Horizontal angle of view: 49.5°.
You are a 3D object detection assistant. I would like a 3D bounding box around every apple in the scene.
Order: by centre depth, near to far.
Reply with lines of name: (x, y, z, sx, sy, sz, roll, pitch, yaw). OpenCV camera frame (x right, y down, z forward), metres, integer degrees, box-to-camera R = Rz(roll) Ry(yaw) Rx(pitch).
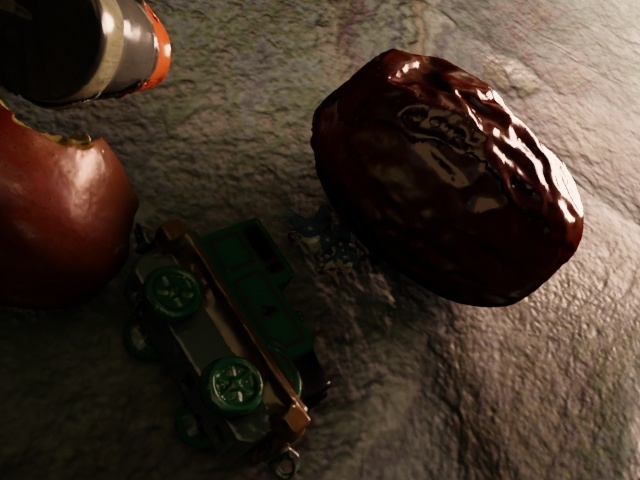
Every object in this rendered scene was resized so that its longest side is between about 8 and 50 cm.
apple: (-0.216, -0.021, 0.501, 0.158, 0.156, 0.147, 36, 46, -23)

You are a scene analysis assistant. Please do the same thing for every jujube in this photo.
jujube: (0.103, -0.054, 0.611, 0.243, 0.183, 0.183, 46, 60, -1)

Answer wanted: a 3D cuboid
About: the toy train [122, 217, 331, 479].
toy train: (-0.067, 0.071, 0.540, 0.136, 0.091, 0.228, -27, 74, -37)

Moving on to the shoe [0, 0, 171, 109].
shoe: (-0.259, -0.213, 0.605, 0.336, 0.132, 0.171, 28, 18, 22)

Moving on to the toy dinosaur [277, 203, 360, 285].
toy dinosaur: (0.000, 0.000, 0.628, 0.047, 0.030, 0.083, -35, 78, -31)
